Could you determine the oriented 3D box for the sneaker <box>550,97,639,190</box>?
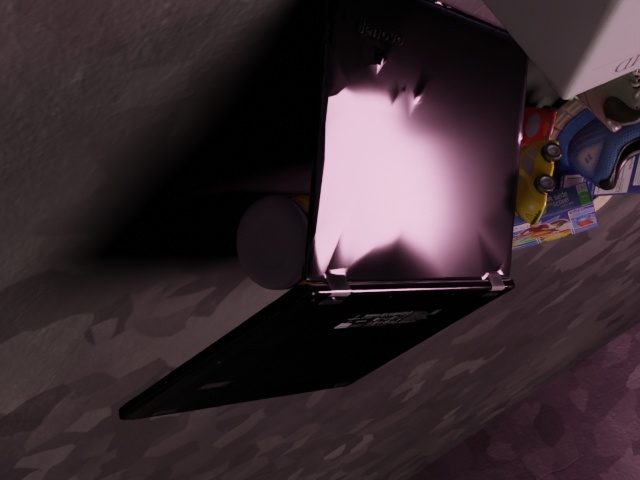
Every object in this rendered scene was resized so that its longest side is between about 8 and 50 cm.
[{"bbox_3d":[0.459,-0.188,1.368,0.330,0.147,0.129,-42,157,12],"label":"sneaker"}]

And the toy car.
[{"bbox_3d":[0.262,-0.160,1.223,0.239,0.053,0.225,-71,176,-59],"label":"toy car"}]

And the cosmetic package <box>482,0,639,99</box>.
[{"bbox_3d":[0.306,-0.337,0.831,0.230,0.162,0.453,-24,157,-21],"label":"cosmetic package"}]

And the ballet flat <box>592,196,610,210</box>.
[{"bbox_3d":[0.443,-0.120,1.590,0.086,0.086,0.248,-12,150,-43],"label":"ballet flat"}]

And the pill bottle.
[{"bbox_3d":[0.000,0.000,1.192,0.184,0.103,0.103,-3,143,-52],"label":"pill bottle"}]

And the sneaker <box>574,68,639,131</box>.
[{"bbox_3d":[0.384,-0.213,1.231,0.086,0.132,0.229,-21,155,-28],"label":"sneaker"}]

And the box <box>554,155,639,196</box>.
[{"bbox_3d":[0.451,-0.113,1.505,0.225,0.037,0.136,-2,150,7],"label":"box"}]

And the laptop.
[{"bbox_3d":[0.021,-0.023,1.077,0.408,0.236,0.382,-35,159,30],"label":"laptop"}]

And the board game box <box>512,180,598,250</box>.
[{"bbox_3d":[0.303,-0.024,1.559,0.201,0.035,0.136,-16,162,13],"label":"board game box"}]
